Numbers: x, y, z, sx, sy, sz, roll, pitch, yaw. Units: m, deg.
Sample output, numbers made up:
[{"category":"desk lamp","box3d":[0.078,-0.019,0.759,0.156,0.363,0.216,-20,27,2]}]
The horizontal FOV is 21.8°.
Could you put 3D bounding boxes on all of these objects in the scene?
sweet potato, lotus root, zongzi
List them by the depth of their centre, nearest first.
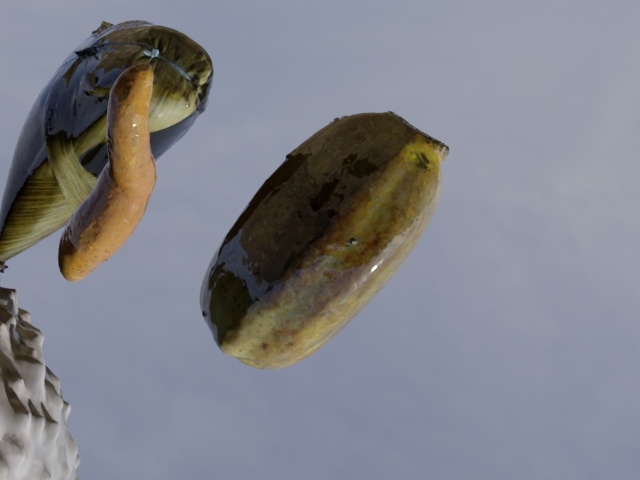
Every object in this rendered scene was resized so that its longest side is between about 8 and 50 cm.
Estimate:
[{"category":"sweet potato","box3d":[-0.116,-0.028,0.940,0.044,0.179,0.044,14,-132,-15]},{"category":"lotus root","box3d":[0.000,0.000,1.308,0.124,0.241,0.123,41,-165,4]},{"category":"zongzi","box3d":[-0.193,-0.072,1.352,0.112,0.242,0.221,37,172,-14]}]

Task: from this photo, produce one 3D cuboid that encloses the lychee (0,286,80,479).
[{"category":"lychee","box3d":[-0.378,0.163,1.284,0.380,0.380,0.432,7,-120,-37]}]
